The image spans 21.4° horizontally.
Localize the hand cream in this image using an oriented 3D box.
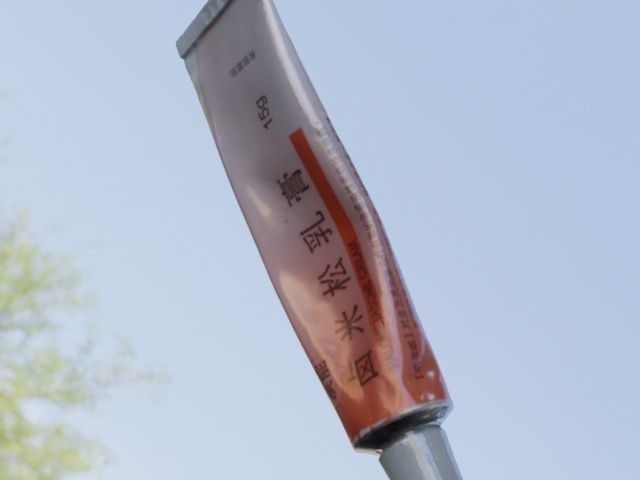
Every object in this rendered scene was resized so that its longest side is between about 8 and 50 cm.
[{"bbox_3d":[0.002,-0.001,0.610,0.216,0.052,0.038,65,16,18],"label":"hand cream"}]
